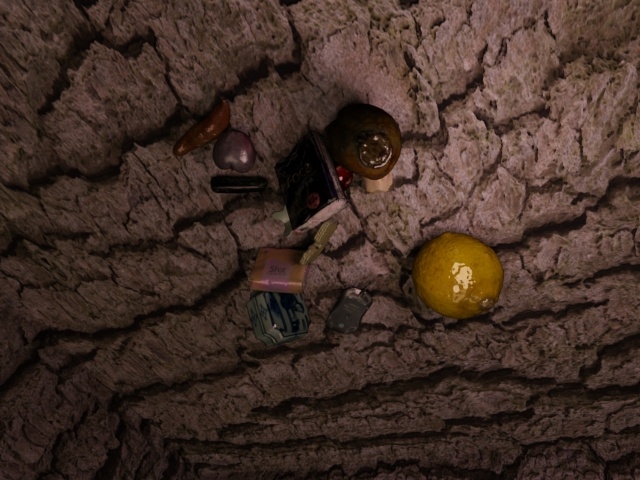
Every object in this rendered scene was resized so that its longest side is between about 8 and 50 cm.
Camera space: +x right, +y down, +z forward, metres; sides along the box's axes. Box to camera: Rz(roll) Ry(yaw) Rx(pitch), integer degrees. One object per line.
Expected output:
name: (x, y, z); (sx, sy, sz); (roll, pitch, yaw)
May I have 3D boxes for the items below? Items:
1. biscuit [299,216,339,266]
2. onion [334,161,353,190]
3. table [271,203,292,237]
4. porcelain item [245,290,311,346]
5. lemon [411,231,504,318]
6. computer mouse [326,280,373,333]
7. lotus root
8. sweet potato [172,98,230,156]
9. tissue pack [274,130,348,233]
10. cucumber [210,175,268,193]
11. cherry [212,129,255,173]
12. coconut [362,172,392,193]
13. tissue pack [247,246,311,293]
biscuit: (0.000, 0.000, 1.917); (0.046, 0.147, 0.250); (39, 120, 11)
onion: (0.068, -0.248, 1.739); (0.131, 0.131, 0.131); (6, 127, 8)
table: (-0.087, -0.113, 1.851); (0.198, 0.166, 0.166); (-31, 114, 30)
porcelain item: (-0.195, 0.346, 2.111); (0.157, 0.281, 0.286); (-32, 157, 34)
lemon: (0.550, 0.145, 1.771); (0.350, 0.387, 0.349); (-9, 126, -12)
computer mouse: (0.160, 0.314, 2.162); (0.167, 0.090, 0.379); (28, 121, -9)
lotus root: (0.150, -0.331, 1.499); (0.251, 0.346, 0.250); (-3, 111, -8)
sweet potato: (-0.447, -0.429, 1.738); (0.355, 0.095, 0.106); (-31, 159, 32)
tissue pack: (-0.049, -0.217, 1.669); (0.245, 0.332, 0.123); (-33, 150, 30)
cucumber: (-0.341, -0.234, 1.872); (0.242, 0.074, 0.074); (2, 126, 9)
cherry: (-0.341, -0.348, 1.747); (0.176, 0.140, 0.176); (0, 105, 1)
coconut: (0.218, -0.252, 1.710); (0.116, 0.116, 0.122); (-4, 130, 15)
tissue pack: (-0.179, 0.140, 2.031); (0.257, 0.215, 0.123); (2, 136, 12)
